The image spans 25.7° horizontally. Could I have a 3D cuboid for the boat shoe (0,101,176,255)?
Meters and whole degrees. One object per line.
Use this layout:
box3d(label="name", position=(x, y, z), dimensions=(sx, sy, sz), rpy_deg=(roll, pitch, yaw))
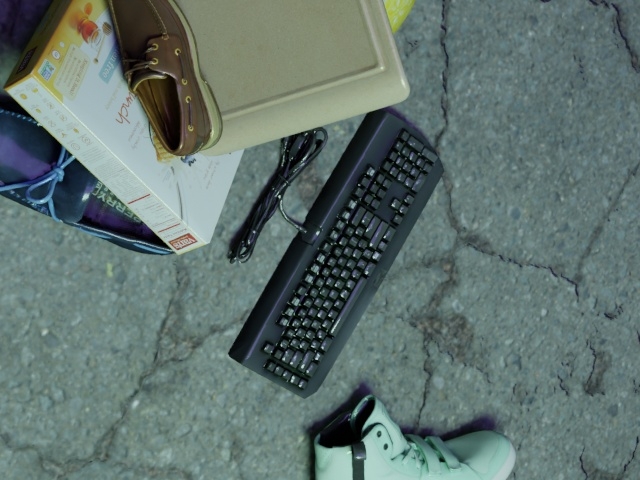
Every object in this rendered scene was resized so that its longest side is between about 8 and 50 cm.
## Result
box3d(label="boat shoe", position=(-0.228, -0.063, 1.335), dimensions=(0.258, 0.089, 0.109), rpy_deg=(21, 91, -31))

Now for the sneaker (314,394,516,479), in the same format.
box3d(label="sneaker", position=(0.110, 0.237, 1.591), dimensions=(0.256, 0.094, 0.151), rpy_deg=(-19, 117, -22))

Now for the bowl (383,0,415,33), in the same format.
box3d(label="bowl", position=(0.003, -0.289, 1.371), dimensions=(0.289, 0.156, 0.289), rpy_deg=(-8, 106, -28))

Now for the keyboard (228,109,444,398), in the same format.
box3d(label="keyboard", position=(0.000, 0.000, 1.514), dimensions=(0.201, 0.033, 0.317), rpy_deg=(32, 85, -31))

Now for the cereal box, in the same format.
box3d(label="cereal box", position=(-0.172, -0.125, 1.326), dimensions=(0.240, 0.047, 0.173), rpy_deg=(45, 42, -29))

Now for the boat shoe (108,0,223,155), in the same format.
box3d(label="boat shoe", position=(-0.148, -0.160, 1.277), dimensions=(0.060, 0.064, 0.178), rpy_deg=(-35, 104, -57))

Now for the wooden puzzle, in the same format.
box3d(label="wooden puzzle", position=(-0.049, -0.214, 1.286), dimensions=(0.238, 0.221, 0.044), rpy_deg=(71, 22, -11))
